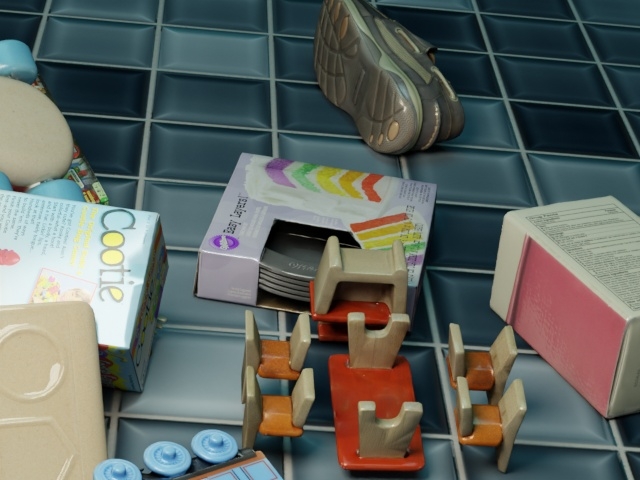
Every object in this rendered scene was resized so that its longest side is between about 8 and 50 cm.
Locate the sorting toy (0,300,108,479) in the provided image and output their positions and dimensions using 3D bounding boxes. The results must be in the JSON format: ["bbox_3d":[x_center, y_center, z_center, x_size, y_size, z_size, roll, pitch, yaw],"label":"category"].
[{"bbox_3d":[-0.293,0.154,1.483,0.208,0.193,0.038,-2,-12,-21],"label":"sorting toy"}]

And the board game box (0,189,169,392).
[{"bbox_3d":[-0.299,0.042,1.631,0.275,0.142,0.144,9,68,3],"label":"board game box"}]

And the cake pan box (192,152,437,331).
[{"bbox_3d":[0.000,0.000,1.908,0.245,0.070,0.267,8,29,7],"label":"cake pan box"}]

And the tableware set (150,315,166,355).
[{"bbox_3d":[-0.242,0.095,1.727,0.154,0.024,0.104,16,36,13],"label":"tableware set"}]

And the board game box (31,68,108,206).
[{"bbox_3d":[-0.359,-0.114,1.967,0.136,0.030,0.260,-19,57,-21],"label":"board game box"}]

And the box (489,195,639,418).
[{"bbox_3d":[0.307,0.066,1.794,0.148,0.127,0.232,-9,32,-26],"label":"box"}]

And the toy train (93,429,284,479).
[{"bbox_3d":[-0.120,0.229,1.457,0.184,0.080,0.105,-13,41,-33],"label":"toy train"}]

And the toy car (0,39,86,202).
[{"bbox_3d":[-0.412,-0.077,1.838,0.210,0.238,0.219,6,57,-55],"label":"toy car"}]

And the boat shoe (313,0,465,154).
[{"bbox_3d":[0.090,-0.225,2.297,0.130,0.132,0.355,4,36,-25],"label":"boat shoe"}]

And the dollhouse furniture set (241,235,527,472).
[{"bbox_3d":[0.049,0.128,1.664,0.262,0.135,0.259,3,40,-7],"label":"dollhouse furniture set"}]
